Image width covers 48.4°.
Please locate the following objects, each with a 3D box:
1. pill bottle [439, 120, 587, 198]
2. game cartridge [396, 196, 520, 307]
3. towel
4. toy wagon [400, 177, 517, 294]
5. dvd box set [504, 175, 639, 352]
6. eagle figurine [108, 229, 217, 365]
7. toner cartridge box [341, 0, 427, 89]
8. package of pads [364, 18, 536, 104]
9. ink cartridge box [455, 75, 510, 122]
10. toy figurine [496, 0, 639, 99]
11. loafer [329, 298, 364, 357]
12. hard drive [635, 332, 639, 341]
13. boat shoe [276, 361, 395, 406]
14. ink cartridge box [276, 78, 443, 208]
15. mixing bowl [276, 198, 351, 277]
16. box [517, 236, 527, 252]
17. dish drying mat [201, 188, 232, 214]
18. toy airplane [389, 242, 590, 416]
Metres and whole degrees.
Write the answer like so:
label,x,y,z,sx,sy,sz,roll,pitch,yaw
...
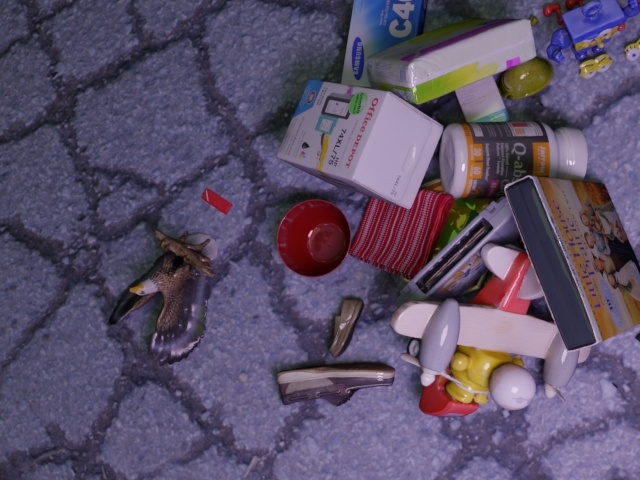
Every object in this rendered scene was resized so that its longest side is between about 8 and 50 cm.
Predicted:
label,x,y,z,sx,sy,sz,roll,pitch,yaw
pill bottle,0.403,-0.171,1.506,0.279,0.162,0.162,-2,83,-4
game cartridge,0.294,0.042,1.450,0.297,0.198,0.062,-46,63,12
towel,0.170,-0.028,1.571,0.275,0.031,0.198,20,89,57
toy wagon,0.276,0.030,1.598,0.267,0.068,0.344,26,91,18
dvd box set,0.508,0.030,1.353,0.062,0.421,0.307,-27,75,35
eagle figurine,-0.381,0.121,1.745,0.226,0.225,0.298,-111,36,-51
toner cartridge box,0.160,-0.519,1.693,0.165,0.075,0.347,7,86,18
package of pads,0.268,-0.391,1.525,0.297,0.229,0.101,-23,113,-14
ink cartridge box,0.360,-0.307,1.600,0.090,0.092,0.143,-20,79,13
toy figurine,0.531,-0.457,1.503,0.363,0.217,0.191,-20,78,13
loafer,0.053,0.201,1.654,0.050,0.056,0.147,23,80,18
hard drive,0.735,0.185,1.468,0.094,0.022,0.135,43,96,16
boat shoe,0.036,0.331,1.621,0.286,0.103,0.092,-7,87,19
ink cartridge box,0.084,-0.215,1.562,0.270,0.197,0.198,22,90,48
mixing bowl,0.000,0.000,1.664,0.182,0.098,0.181,-3,83,20
box,0.459,-0.011,1.537,0.027,0.094,0.136,-28,74,48
dish drying mat,-0.263,-0.099,1.803,0.083,0.008,0.032,33,93,17
toy airplane,0.351,0.197,1.391,0.386,0.384,0.272,-22,43,1
